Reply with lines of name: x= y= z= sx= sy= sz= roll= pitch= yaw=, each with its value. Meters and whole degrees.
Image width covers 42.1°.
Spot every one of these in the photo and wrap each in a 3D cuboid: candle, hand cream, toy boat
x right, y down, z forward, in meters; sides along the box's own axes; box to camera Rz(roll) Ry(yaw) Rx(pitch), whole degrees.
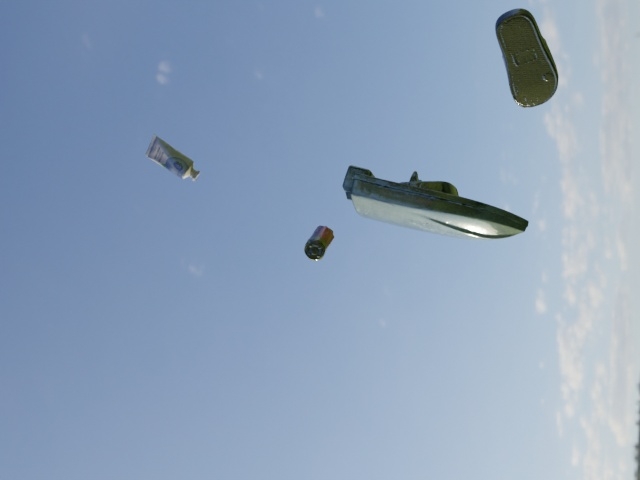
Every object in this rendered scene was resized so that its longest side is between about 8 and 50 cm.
candle: x=0.000 y=0.000 z=1.922 sx=0.130 sy=0.052 sz=0.052 roll=-60 pitch=-36 yaw=-64
hand cream: x=-0.360 y=-0.194 z=2.034 sx=0.084 sy=0.142 sz=0.053 roll=-52 pitch=9 yaw=47
toy boat: x=0.198 y=-0.059 z=1.433 sx=0.141 sy=0.319 sz=0.092 roll=42 pitch=-116 yaw=-68

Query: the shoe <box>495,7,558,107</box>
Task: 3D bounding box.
shoe: x=0.448 y=-0.407 z=1.810 sx=0.093 sy=0.108 sz=0.241 roll=-81 pitch=-31 yaw=-46
